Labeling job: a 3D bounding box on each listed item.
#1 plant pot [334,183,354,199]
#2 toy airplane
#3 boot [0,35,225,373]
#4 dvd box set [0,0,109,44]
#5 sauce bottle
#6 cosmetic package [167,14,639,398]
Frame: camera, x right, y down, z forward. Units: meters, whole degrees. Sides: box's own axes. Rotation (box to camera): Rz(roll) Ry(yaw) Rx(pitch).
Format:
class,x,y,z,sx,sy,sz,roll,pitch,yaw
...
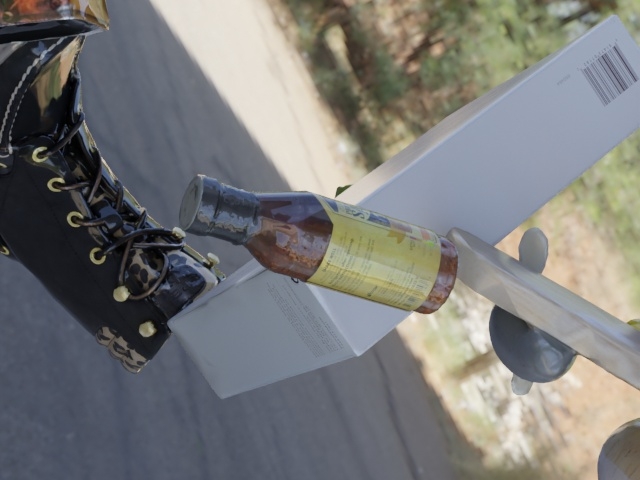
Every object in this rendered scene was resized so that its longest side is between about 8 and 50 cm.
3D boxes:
class,x,y,z,sx,sy,sz,roll,pitch,yaw
plant pot,0.042,-0.025,1.614,0.083,0.083,0.079,33,60,-71
toy airplane,0.302,0.132,0.967,0.384,0.272,0.386,-2,48,-42
boot,-0.210,-0.039,1.211,0.284,0.377,0.138,43,54,-1
dvd box set,-0.269,-0.285,0.591,0.062,0.308,0.420,-29,114,-86
sauce bottle,0.000,0.000,0.601,0.128,0.042,0.042,18,34,-25
cosmetic package,0.077,-0.022,1.133,0.097,0.377,0.284,56,-27,-5
